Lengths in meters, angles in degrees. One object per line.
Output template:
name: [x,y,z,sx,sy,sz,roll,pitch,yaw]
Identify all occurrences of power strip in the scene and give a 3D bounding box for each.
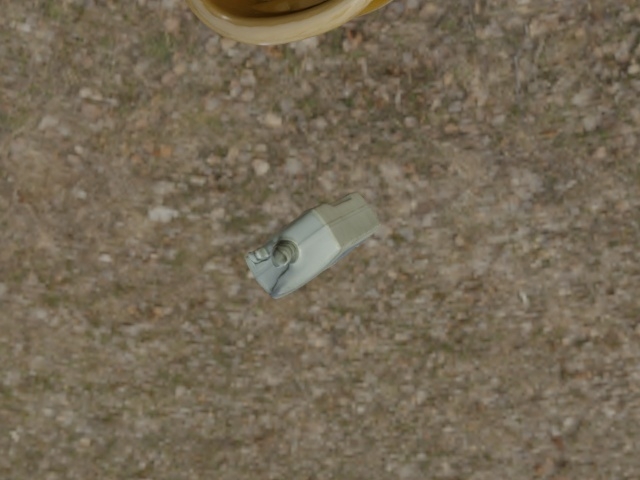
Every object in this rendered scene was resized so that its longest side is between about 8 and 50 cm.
power strip: [0.000,0.000,0.553,0.047,0.030,0.191,-37,178,14]

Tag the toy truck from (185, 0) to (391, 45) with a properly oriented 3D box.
toy truck: [-0.017,-0.297,0.788,0.204,0.288,0.211,-9,-176,18]
